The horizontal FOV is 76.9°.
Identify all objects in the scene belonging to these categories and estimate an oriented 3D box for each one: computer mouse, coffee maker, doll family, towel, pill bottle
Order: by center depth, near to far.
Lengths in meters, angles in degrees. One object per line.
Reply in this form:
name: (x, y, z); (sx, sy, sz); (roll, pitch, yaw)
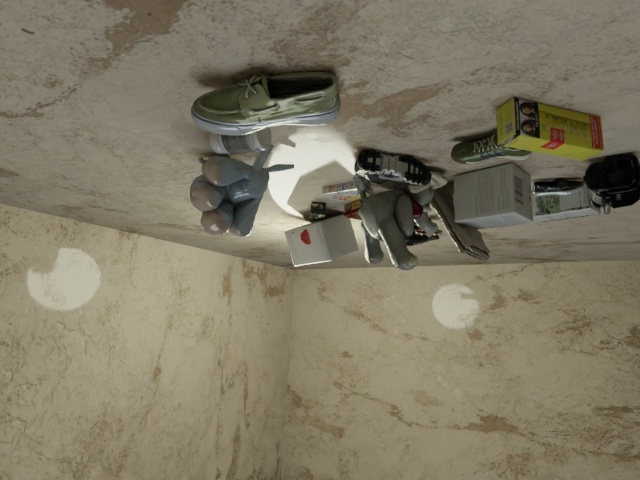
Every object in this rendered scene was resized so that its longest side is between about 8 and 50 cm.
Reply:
pill bottle: (-0.196, -0.251, 0.980); (0.137, 0.078, 0.078); (-2, 168, 23)
coffee maker: (0.834, -0.168, 1.115); (0.171, 0.120, 0.178); (-31, 154, 27)
towel: (0.459, -0.062, 1.349); (0.187, 0.282, 0.049); (15, 133, -45)
doll family: (0.444, -0.065, 1.783); (0.192, 0.076, 0.111); (0, 174, 29)
computer mouse: (0.472, -0.011, 2.100); (0.261, 0.060, 0.184); (-4, 170, -33)

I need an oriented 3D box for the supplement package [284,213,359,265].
supplement package: (0.000, 0.000, 1.832); (0.175, 0.178, 0.292); (-18, -177, -37)

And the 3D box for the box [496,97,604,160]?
box: (0.494, -0.236, 0.868); (0.232, 0.088, 0.058); (7, 168, -15)

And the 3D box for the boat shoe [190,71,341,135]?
boat shoe: (-0.110, -0.283, 0.796); (0.301, 0.109, 0.094); (-6, 154, -1)

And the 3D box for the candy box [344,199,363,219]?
candy box: (0.201, -0.114, 1.647); (0.186, 0.053, 0.109); (8, 167, -31)

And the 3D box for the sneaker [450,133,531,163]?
sneaker: (0.420, -0.234, 0.975); (0.191, 0.064, 0.086); (0, 161, 10)

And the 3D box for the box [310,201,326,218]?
box: (-0.010, -0.122, 1.659); (0.062, 0.052, 0.083); (3, 170, -3)

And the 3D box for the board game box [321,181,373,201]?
board game box: (0.096, -0.173, 1.438); (0.154, 0.026, 0.103); (-5, 166, 36)

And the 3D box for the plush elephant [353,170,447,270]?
plush elephant: (0.265, -0.092, 1.285); (0.255, 0.330, 0.272); (-18, -179, -16)

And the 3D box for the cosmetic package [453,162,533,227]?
cosmetic package: (0.528, -0.128, 1.238); (0.151, 0.152, 0.183); (13, 166, -43)

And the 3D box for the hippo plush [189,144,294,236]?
hippo plush: (-0.284, -0.173, 1.146); (0.236, 0.294, 0.234); (26, 174, 40)

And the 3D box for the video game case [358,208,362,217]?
video game case: (0.255, -0.089, 1.541); (0.193, 0.023, 0.212); (1, 171, 13)

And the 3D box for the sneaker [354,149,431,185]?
sneaker: (0.201, -0.200, 1.159); (0.234, 0.078, 0.106); (10, 170, -14)

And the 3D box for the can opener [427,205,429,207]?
can opener: (0.335, -0.139, 1.505); (0.185, 0.073, 0.059); (9, 126, -25)

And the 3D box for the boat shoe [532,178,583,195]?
boat shoe: (0.738, -0.169, 1.254); (0.142, 0.049, 0.040); (-6, 128, 20)

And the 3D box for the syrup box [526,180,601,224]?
syrup box: (0.785, -0.122, 1.352); (0.096, 0.093, 0.236); (11, 166, -39)
